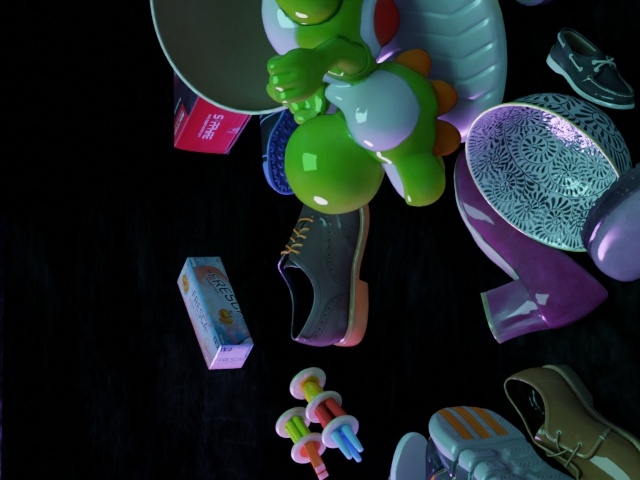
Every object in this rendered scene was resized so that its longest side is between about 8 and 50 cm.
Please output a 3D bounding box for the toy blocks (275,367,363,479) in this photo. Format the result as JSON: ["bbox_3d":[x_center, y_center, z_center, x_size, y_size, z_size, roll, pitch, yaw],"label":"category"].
[{"bbox_3d":[0.003,0.258,1.519,0.148,0.054,0.123,52,132,46],"label":"toy blocks"}]

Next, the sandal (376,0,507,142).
[{"bbox_3d":[0.117,-0.306,1.228,0.169,0.102,0.416,1,118,44],"label":"sandal"}]

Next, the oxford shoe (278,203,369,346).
[{"bbox_3d":[0.000,0.000,1.481,0.097,0.098,0.271,-17,75,59],"label":"oxford shoe"}]

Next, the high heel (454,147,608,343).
[{"bbox_3d":[0.208,-0.015,1.178,0.117,0.082,0.244,-22,46,18],"label":"high heel"}]

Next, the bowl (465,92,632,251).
[{"bbox_3d":[0.227,-0.078,1.082,0.170,0.080,0.170,31,148,22],"label":"bowl"}]

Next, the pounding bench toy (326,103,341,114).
[{"bbox_3d":[-0.001,-0.195,1.500,0.065,0.083,0.052,42,126,51],"label":"pounding bench toy"}]

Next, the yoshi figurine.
[{"bbox_3d":[-0.010,-0.172,1.214,0.203,0.203,0.362,-17,109,50],"label":"yoshi figurine"}]

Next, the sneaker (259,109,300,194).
[{"bbox_3d":[-0.045,-0.181,1.591,0.090,0.081,0.232,-161,77,-68],"label":"sneaker"}]

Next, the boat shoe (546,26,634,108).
[{"bbox_3d":[0.257,-0.162,1.094,0.125,0.046,0.038,-119,36,-53],"label":"boat shoe"}]

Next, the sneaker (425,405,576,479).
[{"bbox_3d":[0.194,0.314,1.148,0.321,0.124,0.180,-128,42,-62],"label":"sneaker"}]

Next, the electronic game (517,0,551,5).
[{"bbox_3d":[0.203,-0.344,1.128,0.229,0.048,0.229,172,90,-78],"label":"electronic game"}]

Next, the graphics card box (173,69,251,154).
[{"bbox_3d":[-0.153,-0.337,1.683,0.233,0.094,0.371,138,133,-69],"label":"graphics card box"}]

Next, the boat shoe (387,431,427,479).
[{"bbox_3d":[0.096,0.290,1.366,0.040,0.049,0.142,24,113,58],"label":"boat shoe"}]

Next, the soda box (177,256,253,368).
[{"bbox_3d":[-0.165,0.110,1.807,0.063,0.058,0.183,-61,41,39],"label":"soda box"}]

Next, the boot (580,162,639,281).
[{"bbox_3d":[0.345,0.016,0.880,0.338,0.118,0.223,-48,55,55],"label":"boot"}]

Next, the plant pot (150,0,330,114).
[{"bbox_3d":[-0.039,-0.302,1.421,0.284,0.191,0.284,6,102,28],"label":"plant pot"}]

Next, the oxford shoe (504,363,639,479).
[{"bbox_3d":[0.243,0.198,1.086,0.212,0.076,0.076,49,129,46],"label":"oxford shoe"}]
